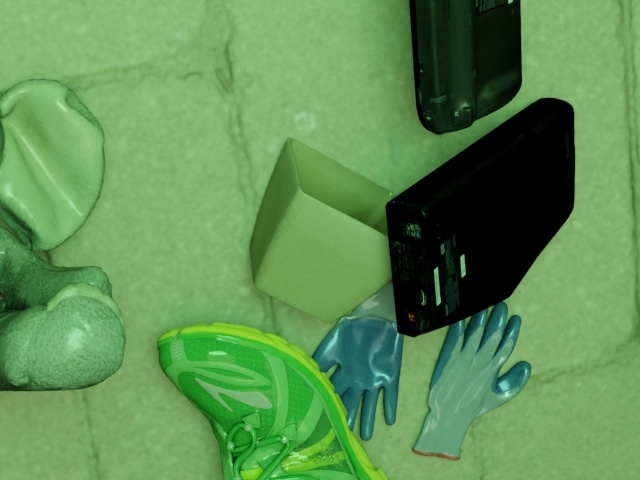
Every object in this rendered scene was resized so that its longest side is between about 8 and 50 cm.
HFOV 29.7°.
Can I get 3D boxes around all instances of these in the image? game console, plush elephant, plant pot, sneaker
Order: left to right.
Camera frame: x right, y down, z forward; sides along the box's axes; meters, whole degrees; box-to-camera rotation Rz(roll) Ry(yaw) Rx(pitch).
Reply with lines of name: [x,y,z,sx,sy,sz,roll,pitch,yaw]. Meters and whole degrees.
plush elephant: [-0.280,-0.024,0.823,0.272,0.330,0.255,-1,84,-14]
sneaker: [-0.030,0.185,0.988,0.109,0.123,0.295,-21,115,36]
plant pot: [0.000,0.000,0.962,0.109,0.109,0.096,27,110,-19]
game console: [0.120,-0.112,0.896,0.213,0.044,0.361,-34,129,-41]

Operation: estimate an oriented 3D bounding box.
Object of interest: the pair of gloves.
pair of gloves: [0.088,0.114,1.056,0.198,0.023,0.159,16,103,-16]
